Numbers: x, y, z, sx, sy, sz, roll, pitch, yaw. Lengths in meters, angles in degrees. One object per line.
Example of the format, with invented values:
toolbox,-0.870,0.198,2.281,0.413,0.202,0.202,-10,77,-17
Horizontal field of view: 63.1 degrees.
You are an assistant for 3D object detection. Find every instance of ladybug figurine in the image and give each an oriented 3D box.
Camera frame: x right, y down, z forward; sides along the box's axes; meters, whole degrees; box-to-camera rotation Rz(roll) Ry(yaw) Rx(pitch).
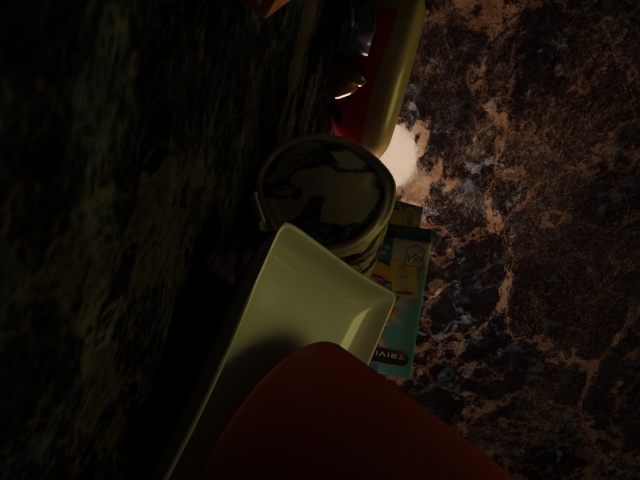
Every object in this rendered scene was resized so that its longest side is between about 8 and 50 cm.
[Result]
ladybug figurine,0.137,-0.411,1.306,0.305,0.162,0.449,72,33,-86

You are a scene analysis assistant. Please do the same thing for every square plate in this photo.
square plate,-0.048,0.179,0.580,0.347,0.049,0.344,-65,150,-6

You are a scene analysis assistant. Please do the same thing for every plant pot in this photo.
plant pot,0.050,0.271,0.506,0.275,0.243,0.274,-36,138,-42

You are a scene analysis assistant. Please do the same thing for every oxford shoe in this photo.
oxford shoe,0.038,-0.322,0.994,0.076,0.076,0.212,-37,-160,20

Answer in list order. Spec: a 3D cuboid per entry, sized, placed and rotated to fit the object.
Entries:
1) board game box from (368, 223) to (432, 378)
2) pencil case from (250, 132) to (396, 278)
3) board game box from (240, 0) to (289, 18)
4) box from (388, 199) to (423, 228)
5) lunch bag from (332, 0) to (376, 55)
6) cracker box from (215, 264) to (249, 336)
board game box,0.093,0.125,1.137,0.079,0.254,0.336,-59,155,-63
pencil case,0.000,0.000,0.755,0.184,0.160,0.410,-29,165,-8
board game box,0.016,-0.287,0.446,0.145,0.027,0.281,-51,-169,34
box,0.080,0.010,1.320,0.290,0.279,0.177,97,8,-68
lunch bag,0.052,-0.359,0.872,0.098,0.065,0.067,106,-19,-69
cracker box,-0.102,0.161,0.690,0.155,0.067,0.232,89,17,-78
